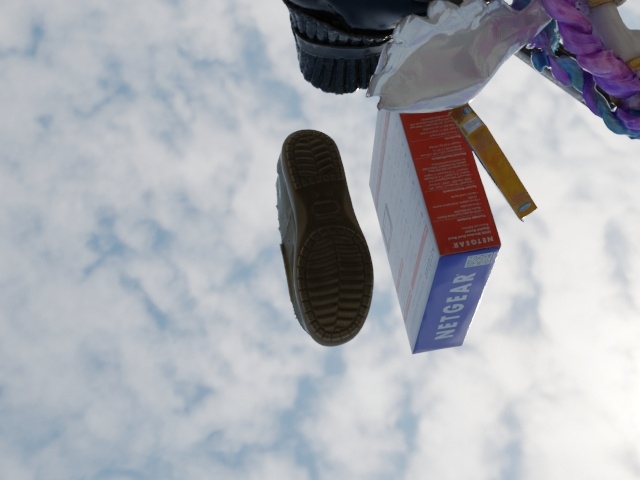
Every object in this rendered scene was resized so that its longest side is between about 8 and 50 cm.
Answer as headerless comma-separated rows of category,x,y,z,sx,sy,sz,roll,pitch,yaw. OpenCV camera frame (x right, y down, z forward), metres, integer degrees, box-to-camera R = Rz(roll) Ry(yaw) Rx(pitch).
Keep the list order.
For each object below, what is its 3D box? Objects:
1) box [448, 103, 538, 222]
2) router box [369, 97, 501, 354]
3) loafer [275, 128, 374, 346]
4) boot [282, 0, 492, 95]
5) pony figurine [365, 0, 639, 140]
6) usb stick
box,0.193,-0.082,1.127,0.136,0.028,0.081,51,-170,-25
router box,0.148,-0.040,1.454,0.082,0.335,0.301,-10,-116,-6
loafer,0.000,0.000,1.266,0.102,0.092,0.268,-3,-104,-14
boot,0.106,-0.309,1.415,0.348,0.260,0.131,12,-118,23
pony figurine,0.208,-0.267,0.981,0.351,0.303,0.363,7,-126,-41
usb stick,0.301,-0.270,1.447,0.278,0.077,0.045,35,-100,-2
